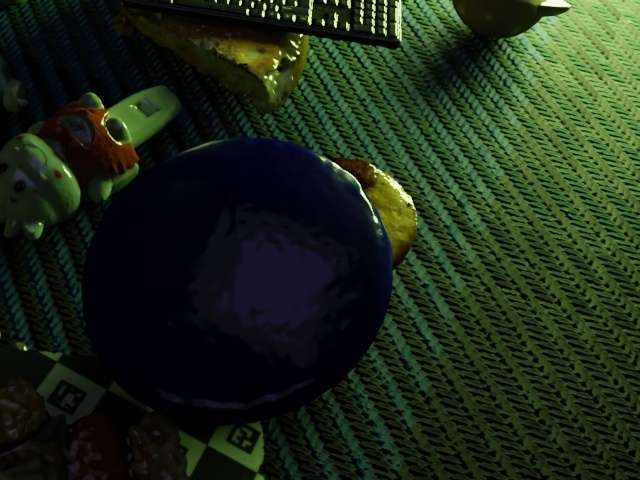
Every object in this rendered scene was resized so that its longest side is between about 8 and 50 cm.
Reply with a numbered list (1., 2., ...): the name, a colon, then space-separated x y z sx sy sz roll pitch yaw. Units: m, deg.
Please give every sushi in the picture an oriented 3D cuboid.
1. sushi: -0.167 0.186 0.769 0.290 0.050 0.264 11 49 -19

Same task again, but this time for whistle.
1. whistle: -0.244 -0.085 1.001 0.253 0.106 0.102 -37 104 -30

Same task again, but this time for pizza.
1. pizza: -0.132 -0.266 1.159 0.226 0.086 0.335 -10 53 -17

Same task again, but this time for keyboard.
1. keyboard: -0.061 -0.273 1.111 0.309 0.018 0.101 8 49 -5

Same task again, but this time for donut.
1. donut: 0.000 0.000 0.968 0.166 0.073 0.184 36 58 21

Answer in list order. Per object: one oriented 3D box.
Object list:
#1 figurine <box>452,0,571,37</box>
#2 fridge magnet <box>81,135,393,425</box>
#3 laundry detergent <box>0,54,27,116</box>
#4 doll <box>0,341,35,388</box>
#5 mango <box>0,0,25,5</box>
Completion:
1. figurine: 0.221 -0.309 1.205 0.138 0.125 0.125 3 50 -19
2. fridge magnet: -0.071 0.031 0.838 0.265 0.113 0.265 -4 61 6
3. laundry detergent: -0.416 -0.177 1.080 0.206 0.061 0.097 12 49 4
4. doll: -0.319 0.128 0.831 0.152 0.085 0.114 -7 56 -21
5. mango: -0.390 -0.326 1.205 0.073 0.056 0.108 -30 57 -32
